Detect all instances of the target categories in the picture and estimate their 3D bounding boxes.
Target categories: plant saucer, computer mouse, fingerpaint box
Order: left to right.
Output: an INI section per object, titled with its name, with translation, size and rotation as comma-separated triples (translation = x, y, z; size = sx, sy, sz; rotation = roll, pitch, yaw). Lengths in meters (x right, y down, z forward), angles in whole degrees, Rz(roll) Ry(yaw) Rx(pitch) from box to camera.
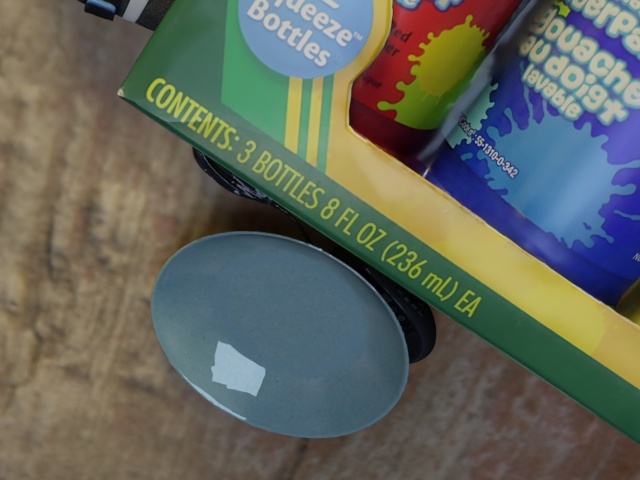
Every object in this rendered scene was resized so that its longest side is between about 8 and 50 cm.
[plant saucer]
translation = -0.026, 0.062, 0.866
size = 0.195, 0.037, 0.195
rotation = 11, 129, 14
[computer mouse]
translation = 0.000, 0.000, 0.860
size = 0.071, 0.041, 0.242
rotation = -26, 114, 35
[fingerpaint box]
translation = 0.186, -0.113, 0.627
size = 0.445, 0.163, 0.371
rotation = 34, 107, -9

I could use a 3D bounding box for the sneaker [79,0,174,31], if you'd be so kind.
[sneaker]
translation = -0.106, -0.225, 0.699
size = 0.121, 0.079, 0.216
rotation = 8, 119, -10
